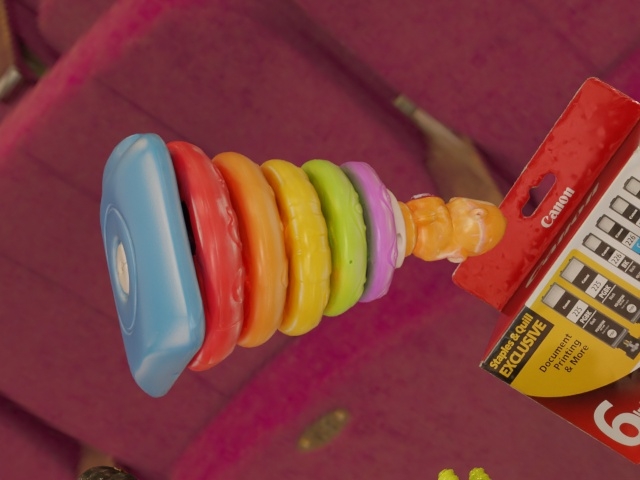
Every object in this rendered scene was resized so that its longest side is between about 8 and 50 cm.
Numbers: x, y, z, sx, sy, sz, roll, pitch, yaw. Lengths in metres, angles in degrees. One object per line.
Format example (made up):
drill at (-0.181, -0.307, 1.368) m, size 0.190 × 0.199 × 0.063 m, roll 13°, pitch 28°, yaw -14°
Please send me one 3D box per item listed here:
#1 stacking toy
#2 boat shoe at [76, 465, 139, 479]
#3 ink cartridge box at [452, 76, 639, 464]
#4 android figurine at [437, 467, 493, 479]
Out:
stacking toy at (0.000, 0.000, 1.054) m, size 0.175 × 0.302 × 0.165 m, roll 128°, pitch 131°, yaw -65°
boat shoe at (-0.095, 0.177, 0.815) m, size 0.049 × 0.133 × 0.042 m, roll -43°, pitch 37°, yaw -21°
ink cartridge box at (0.308, 0.032, 1.501) m, size 0.309 × 0.272 × 0.130 m, roll -60°, pitch -2°, yaw 30°
android figurine at (0.216, 0.338, 1.454) m, size 0.056 × 0.248 × 0.273 m, roll -51°, pitch 56°, yaw 21°
